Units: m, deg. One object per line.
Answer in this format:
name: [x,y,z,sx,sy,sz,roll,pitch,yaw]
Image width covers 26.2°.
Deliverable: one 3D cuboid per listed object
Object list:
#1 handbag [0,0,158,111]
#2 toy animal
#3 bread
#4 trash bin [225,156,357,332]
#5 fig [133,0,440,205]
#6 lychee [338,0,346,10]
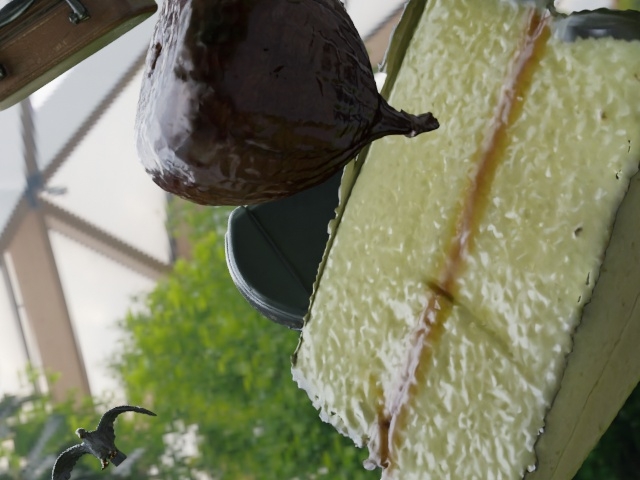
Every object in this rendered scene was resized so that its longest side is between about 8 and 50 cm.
handbag: [-0.254,-0.192,1.278,0.072,0.193,0.151,59,-170,-7]
toy animal: [-0.145,0.135,0.893,0.028,0.084,0.050,45,171,13]
bread: [0.104,-0.007,1.075,0.405,0.345,0.242,-41,-55,-26]
trash bin: [0.000,0.000,1.706,0.177,0.236,0.101,53,173,17]
fig: [-0.006,-0.073,0.776,0.201,0.134,0.146,22,-90,-27]
lychee: [-0.058,-0.231,1.522,0.188,0.188,0.188,-14,-90,-73]
